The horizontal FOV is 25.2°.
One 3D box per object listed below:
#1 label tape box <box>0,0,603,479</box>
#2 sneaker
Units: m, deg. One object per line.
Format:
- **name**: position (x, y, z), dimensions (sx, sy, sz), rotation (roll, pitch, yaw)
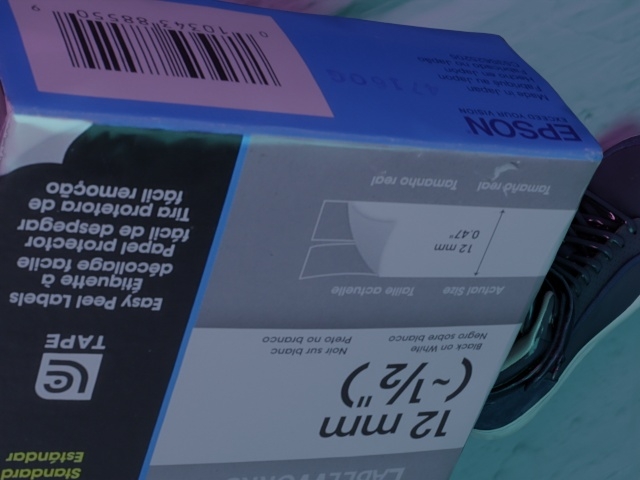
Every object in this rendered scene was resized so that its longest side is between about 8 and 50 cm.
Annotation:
- **label tape box**: position (-0.059, 0.068, 0.647), dimensions (0.249, 0.115, 0.348), rotation (2, 123, -27)
- **sneaker**: position (0.143, 0.009, 0.853), dimensions (0.226, 0.086, 0.163), rotation (-54, 155, -7)
